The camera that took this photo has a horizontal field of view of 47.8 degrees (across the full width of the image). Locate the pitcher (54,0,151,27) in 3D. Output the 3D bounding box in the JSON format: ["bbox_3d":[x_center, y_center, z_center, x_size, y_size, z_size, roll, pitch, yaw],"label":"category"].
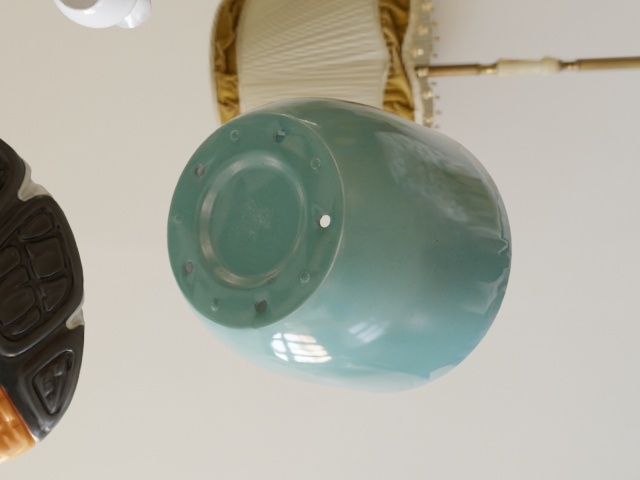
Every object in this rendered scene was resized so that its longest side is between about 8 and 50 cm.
[{"bbox_3d":[-0.352,-0.425,1.138,0.207,0.125,0.178,-75,-33,-74],"label":"pitcher"}]

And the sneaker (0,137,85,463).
[{"bbox_3d":[-0.191,-0.023,0.334,0.121,0.099,0.262,-26,88,62],"label":"sneaker"}]

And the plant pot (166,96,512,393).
[{"bbox_3d":[0.000,0.000,0.681,0.235,0.293,0.293,14,-106,-57],"label":"plant pot"}]
